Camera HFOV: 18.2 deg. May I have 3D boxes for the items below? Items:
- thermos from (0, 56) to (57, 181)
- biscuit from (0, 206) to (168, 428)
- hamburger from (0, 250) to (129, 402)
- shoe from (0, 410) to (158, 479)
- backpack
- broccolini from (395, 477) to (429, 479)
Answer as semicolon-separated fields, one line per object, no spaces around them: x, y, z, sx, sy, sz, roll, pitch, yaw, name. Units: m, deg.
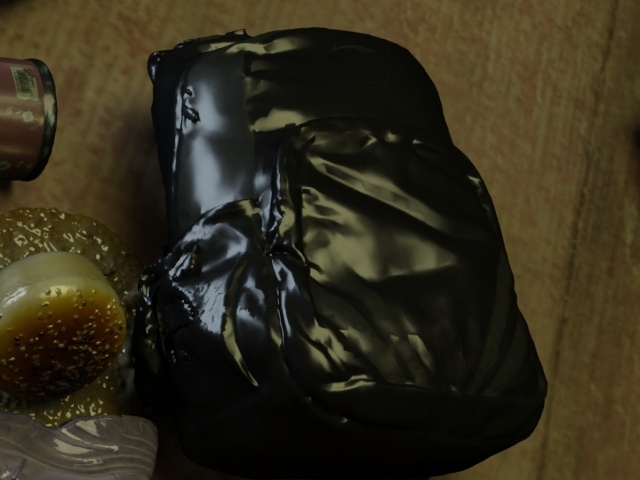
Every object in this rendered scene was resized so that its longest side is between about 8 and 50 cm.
-0.387;-0.121;1.664;0.330;0.136;0.109;4;59;-31;thermos
-0.223;0.071;1.719;0.220;0.033;0.219;16;57;-25;biscuit
-0.217;0.075;1.621;0.127;0.141;0.081;-23;57;-9;hamburger
-0.235;0.209;1.585;0.245;0.095;0.137;5;64;-34;shoe
0.000;0.000;1.758;0.363;0.255;0.445;9;60;-33;backpack
0.112;0.184;1.857;0.042;0.044;0.218;42;47;-3;broccolini
